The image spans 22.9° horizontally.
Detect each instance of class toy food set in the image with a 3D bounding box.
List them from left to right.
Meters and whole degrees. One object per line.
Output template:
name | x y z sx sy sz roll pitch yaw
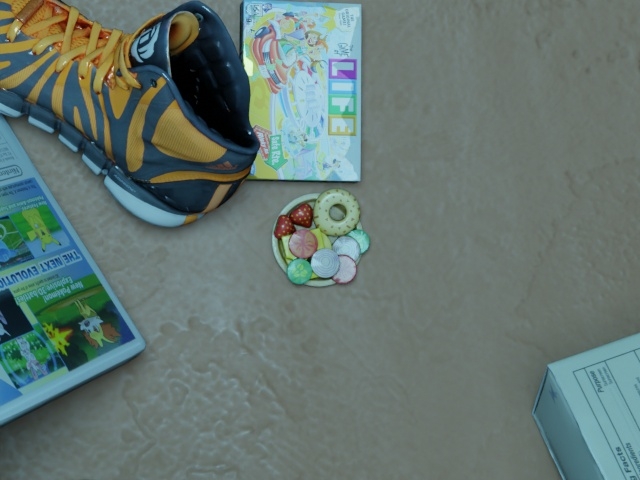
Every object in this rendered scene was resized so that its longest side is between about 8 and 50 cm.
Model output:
toy food set | 0.000 0.000 1.357 0.083 0.020 0.082 -14 91 -11

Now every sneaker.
sneaker | -0.175 -0.155 1.239 0.321 0.180 0.124 36 55 -12

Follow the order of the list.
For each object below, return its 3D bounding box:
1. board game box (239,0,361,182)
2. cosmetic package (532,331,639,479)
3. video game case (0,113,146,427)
board game box | -0.018 -0.127 1.355 0.103 0.026 0.154 0 88 -10
cosmetic package | 0.356 0.143 1.343 0.310 0.113 0.160 -17 64 -9
video game case | -0.297 0.002 1.157 0.036 0.329 0.300 -34 86 26
